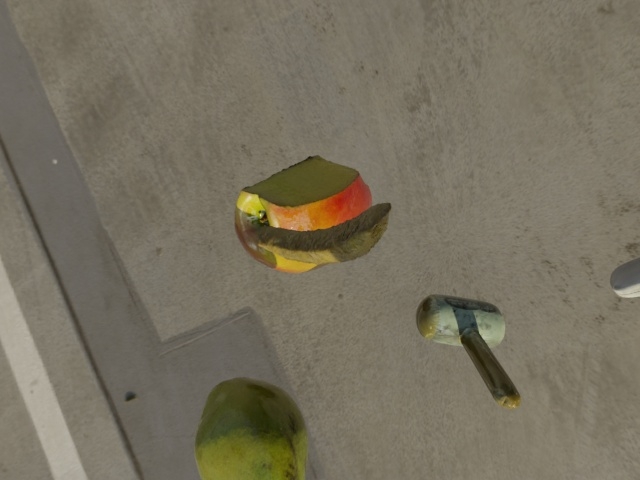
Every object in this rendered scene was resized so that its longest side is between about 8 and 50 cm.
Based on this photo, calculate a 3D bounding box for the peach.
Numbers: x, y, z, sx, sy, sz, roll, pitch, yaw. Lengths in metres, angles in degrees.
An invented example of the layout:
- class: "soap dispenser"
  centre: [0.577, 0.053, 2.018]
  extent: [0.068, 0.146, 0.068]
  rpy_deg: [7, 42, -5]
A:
- class: "peach"
  centre: [-0.015, -0.051, 1.217]
  extent: [0.242, 0.380, 0.306]
  rpy_deg: [31, 131, 26]

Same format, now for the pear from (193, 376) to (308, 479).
- class: "pear"
  centre: [-0.126, 0.377, 0.852]
  extent: [0.212, 0.212, 0.269]
  rpy_deg: [-49, 49, 11]

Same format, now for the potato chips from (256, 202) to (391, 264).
- class: "potato chips"
  centre: [0.000, 0.000, 0.779]
  extent: [0.080, 0.407, 0.057]
  rpy_deg: [43, 68, -21]

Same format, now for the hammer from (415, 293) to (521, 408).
- class: "hammer"
  centre: [0.328, 0.228, 0.955]
  extent: [0.202, 0.305, 0.113]
  rpy_deg: [8, 116, -13]

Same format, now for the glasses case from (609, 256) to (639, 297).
- class: "glasses case"
  centre: [0.636, 0.053, 0.845]
  extent: [0.049, 0.074, 0.193]
  rpy_deg: [43, 138, -15]
